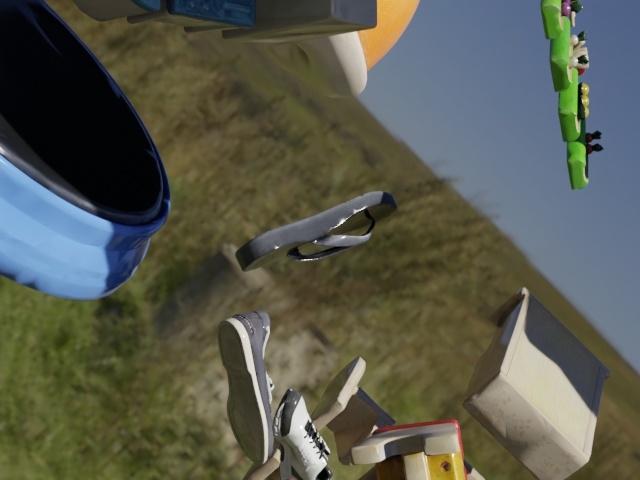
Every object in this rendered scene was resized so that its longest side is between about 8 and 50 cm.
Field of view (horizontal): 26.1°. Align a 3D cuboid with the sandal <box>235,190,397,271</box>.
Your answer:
[{"bbox_3d":[-0.001,0.000,1.749,0.097,0.254,0.054,-39,-104,50],"label":"sandal"}]

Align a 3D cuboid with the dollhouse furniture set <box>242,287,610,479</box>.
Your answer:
[{"bbox_3d":[0.175,0.285,1.852,0.362,0.394,0.256,44,27,-3],"label":"dollhouse furniture set"}]

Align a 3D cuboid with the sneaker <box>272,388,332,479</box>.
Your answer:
[{"bbox_3d":[-0.012,0.166,1.152,0.044,0.040,0.109,12,-44,21],"label":"sneaker"}]

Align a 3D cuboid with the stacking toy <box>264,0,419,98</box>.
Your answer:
[{"bbox_3d":[0.111,-0.399,1.422,0.350,0.480,0.350,57,-6,10],"label":"stacking toy"}]

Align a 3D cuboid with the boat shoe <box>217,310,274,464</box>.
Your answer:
[{"bbox_3d":[-0.078,0.185,1.740,0.075,0.065,0.206,14,-60,46],"label":"boat shoe"}]

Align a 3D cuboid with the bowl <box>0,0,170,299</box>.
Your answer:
[{"bbox_3d":[-0.271,-0.126,1.111,0.391,0.077,0.391,45,15,-16],"label":"bowl"}]

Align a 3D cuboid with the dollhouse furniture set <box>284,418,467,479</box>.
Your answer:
[{"bbox_3d":[0.036,0.327,1.011,0.152,0.201,0.374,7,75,-78],"label":"dollhouse furniture set"}]

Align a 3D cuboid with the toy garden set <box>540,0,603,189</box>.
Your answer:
[{"bbox_3d":[0.310,-0.220,1.658,0.204,0.049,0.244,-75,154,-53],"label":"toy garden set"}]

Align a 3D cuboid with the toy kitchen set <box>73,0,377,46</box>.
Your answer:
[{"bbox_3d":[-0.070,-0.240,1.002,0.122,0.166,0.207,-1,-1,43],"label":"toy kitchen set"}]
